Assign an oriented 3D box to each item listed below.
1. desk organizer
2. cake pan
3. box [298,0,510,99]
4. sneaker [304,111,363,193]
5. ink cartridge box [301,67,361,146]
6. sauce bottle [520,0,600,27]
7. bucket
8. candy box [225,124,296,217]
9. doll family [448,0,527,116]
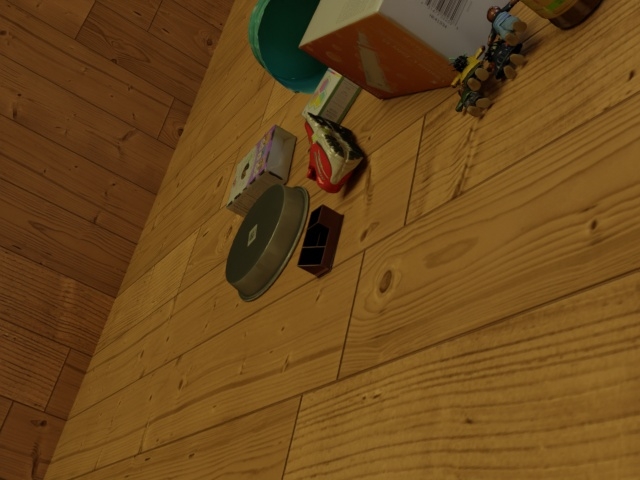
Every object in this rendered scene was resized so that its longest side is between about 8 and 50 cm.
[{"bbox_3d":[0.000,0.000,1.479,0.047,0.050,0.130,-33,36,50],"label":"desk organizer"},{"bbox_3d":[-0.130,-0.005,1.763,0.293,0.054,0.293,-47,26,32],"label":"cake pan"},{"bbox_3d":[0.140,-0.397,1.423,0.168,0.215,0.345,-65,22,-6],"label":"box"},{"bbox_3d":[0.004,-0.184,1.626,0.118,0.107,0.279,-63,18,21],"label":"sneaker"},{"bbox_3d":[0.015,-0.308,1.793,0.209,0.062,0.109,-58,23,11],"label":"ink cartridge box"},{"bbox_3d":[0.243,-0.422,1.062,0.111,0.344,0.111,-47,28,35],"label":"sauce bottle"},{"bbox_3d":[-0.040,-0.500,1.877,0.281,0.281,0.183,-59,23,7],"label":"bucket"},{"bbox_3d":[-0.152,-0.174,1.988,0.196,0.070,0.165,-39,32,42],"label":"candy box"},{"bbox_3d":[0.264,-0.292,1.231,0.193,0.076,0.111,-47,21,20],"label":"doll family"}]
